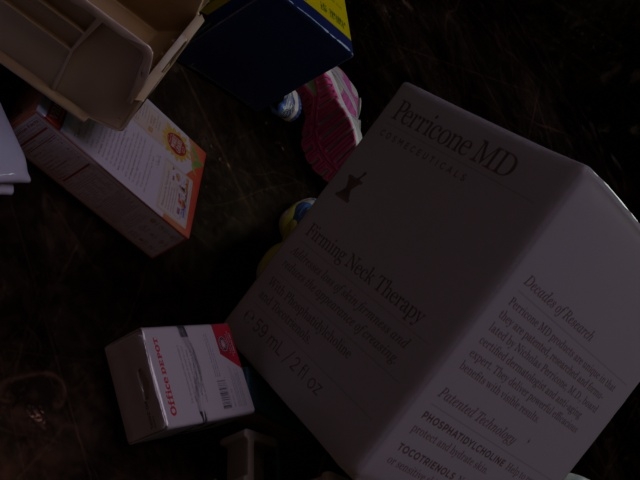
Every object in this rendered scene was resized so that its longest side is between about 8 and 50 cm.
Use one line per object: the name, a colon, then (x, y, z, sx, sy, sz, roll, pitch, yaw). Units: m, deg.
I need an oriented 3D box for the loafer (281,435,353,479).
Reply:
loafer: (0.023, 0.368, 1.095, 0.134, 0.130, 0.366, 48, 33, -27)

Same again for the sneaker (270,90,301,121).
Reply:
sneaker: (-0.071, -0.255, 1.514, 0.058, 0.052, 0.135, 0, 67, -54)

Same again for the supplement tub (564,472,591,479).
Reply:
supplement tub: (0.345, 0.503, 1.446, 0.194, 0.193, 0.316, 62, 29, -3)

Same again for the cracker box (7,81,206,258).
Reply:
cracker box: (-0.241, -0.110, 1.107, 0.232, 0.067, 0.156, 44, 33, -33)

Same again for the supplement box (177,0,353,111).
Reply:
supplement box: (-0.100, -0.413, 1.442, 0.194, 0.195, 0.357, 29, 45, -46)

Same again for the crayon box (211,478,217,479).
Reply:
crayon box: (-0.136, 0.376, 0.881, 0.165, 0.081, 0.278, 57, 30, -12)

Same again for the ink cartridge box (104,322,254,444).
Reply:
ink cartridge box: (-0.152, 0.153, 1.047, 0.150, 0.063, 0.109, 4, 64, -57)

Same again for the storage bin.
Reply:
storage bin: (-0.260, -0.279, 1.036, 0.260, 0.123, 0.262, 36, 32, -13)

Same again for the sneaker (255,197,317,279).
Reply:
sneaker: (0.000, 0.000, 1.350, 0.091, 0.126, 0.240, 52, 32, -20)

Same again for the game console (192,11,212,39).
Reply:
game console: (-0.213, -0.314, 1.250, 0.122, 0.071, 0.107, 32, 48, 10)

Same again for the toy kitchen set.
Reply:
toy kitchen set: (-0.016, 0.241, 1.094, 0.122, 0.166, 0.207, 35, 40, -41)

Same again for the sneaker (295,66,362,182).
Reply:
sneaker: (0.026, -0.204, 1.578, 0.111, 0.103, 0.252, 10, 60, -54)

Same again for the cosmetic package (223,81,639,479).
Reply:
cosmetic package: (0.165, 0.089, 1.168, 0.327, 0.394, 0.329, 36, 1, -40)

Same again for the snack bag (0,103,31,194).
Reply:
snack bag: (-0.447, -0.192, 0.871, 0.323, 0.037, 0.343, -10, 73, -61)
